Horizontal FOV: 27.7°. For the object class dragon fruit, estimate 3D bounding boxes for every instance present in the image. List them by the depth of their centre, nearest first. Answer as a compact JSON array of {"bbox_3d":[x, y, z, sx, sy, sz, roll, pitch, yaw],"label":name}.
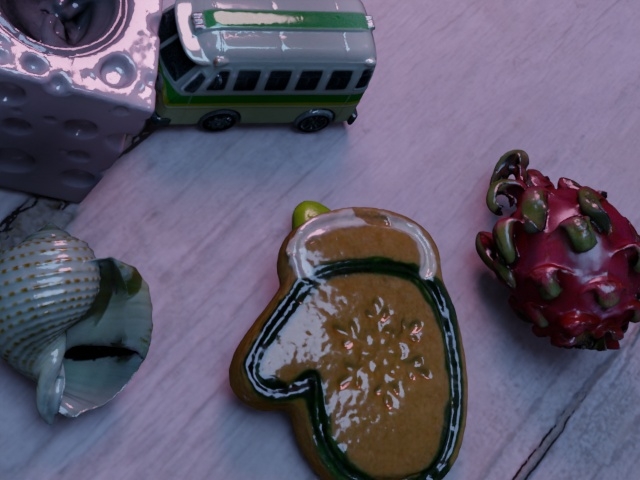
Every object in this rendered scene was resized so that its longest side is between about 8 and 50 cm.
[{"bbox_3d":[0.295,0.017,1.619,0.218,0.273,0.198,11,106,-22],"label":"dragon fruit"}]

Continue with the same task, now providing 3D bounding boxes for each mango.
[{"bbox_3d":[0.000,0.000,1.573,0.073,0.056,0.108,-14,71,-31],"label":"mango"}]

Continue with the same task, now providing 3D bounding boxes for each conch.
[{"bbox_3d":[-0.282,0.083,1.378,0.172,0.131,0.200,2,104,-45],"label":"conch"}]

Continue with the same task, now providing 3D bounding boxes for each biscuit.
[{"bbox_3d":[0.036,0.128,1.485,0.287,0.057,0.343,-1,77,-25],"label":"biscuit"}]

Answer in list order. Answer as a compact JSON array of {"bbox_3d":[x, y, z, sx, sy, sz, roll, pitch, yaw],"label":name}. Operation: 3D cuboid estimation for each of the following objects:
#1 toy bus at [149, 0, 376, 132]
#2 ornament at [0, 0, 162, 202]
[{"bbox_3d":[-0.074,-0.227,1.594,0.276,0.164,0.133,-3,65,-24],"label":"toy bus"},{"bbox_3d":[-0.328,-0.216,1.425,0.239,0.240,0.239,14,60,-26],"label":"ornament"}]
